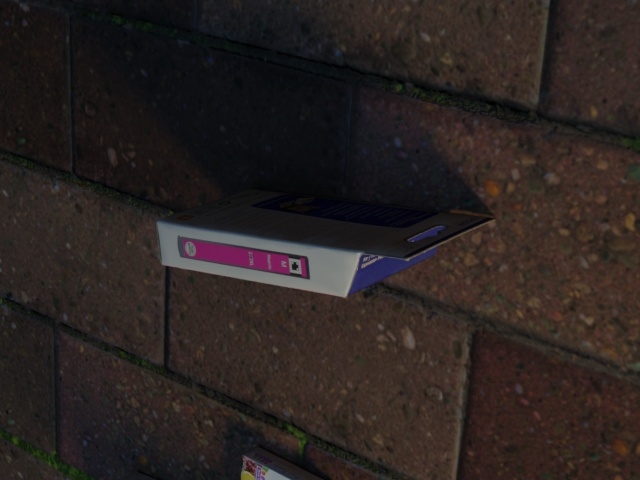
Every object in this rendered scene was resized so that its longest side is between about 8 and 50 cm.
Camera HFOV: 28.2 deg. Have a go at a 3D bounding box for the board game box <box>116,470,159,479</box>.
[{"bbox_3d":[-0.174,0.533,1.874,0.318,0.066,0.318,13,112,37],"label":"board game box"}]

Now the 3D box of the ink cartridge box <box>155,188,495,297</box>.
[{"bbox_3d":[0.000,0.000,1.475,0.370,0.175,0.069,6,108,39],"label":"ink cartridge box"}]

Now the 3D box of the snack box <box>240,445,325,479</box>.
[{"bbox_3d":[-0.047,0.353,1.726,0.141,0.037,0.100,21,118,33],"label":"snack box"}]
